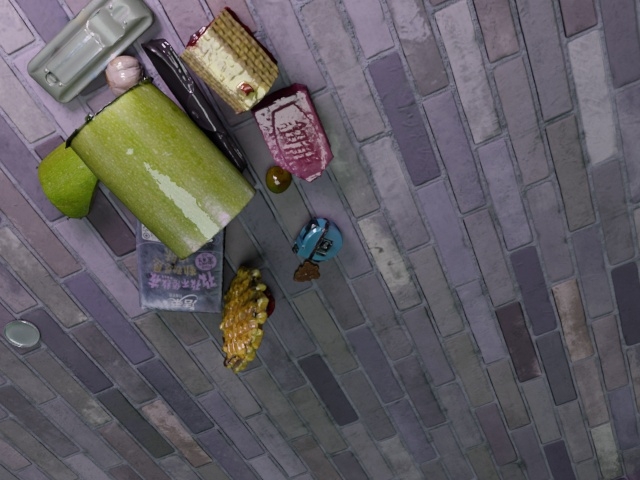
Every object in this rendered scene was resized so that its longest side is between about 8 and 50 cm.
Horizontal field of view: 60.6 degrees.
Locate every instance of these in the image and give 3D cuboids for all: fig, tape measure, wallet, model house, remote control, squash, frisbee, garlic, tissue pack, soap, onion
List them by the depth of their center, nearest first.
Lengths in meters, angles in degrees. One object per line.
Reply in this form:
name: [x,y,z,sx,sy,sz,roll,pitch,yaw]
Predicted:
model house: [-0.209,-0.416,1.276,0.160,0.254,0.196,-41,115,11]
squash: [-0.371,-0.173,1.312,0.263,0.263,0.384,-38,105,16]
remote control: [-0.555,-0.473,1.318,0.335,0.065,0.128,-36,115,15]
wallet: [-0.305,-0.326,1.359,0.051,0.197,0.377,-39,120,-10]
garlic: [-0.483,-0.402,1.361,0.094,0.074,0.113,-10,149,-19]
squash: [-0.596,-0.186,1.461,0.288,0.111,0.203,-28,121,9]
soap: [-0.064,-0.278,1.464,0.162,0.099,0.250,-26,120,2]
fig: [-0.120,-0.165,1.540,0.074,0.074,0.088,9,141,-10]
tissue pack: [-0.409,0.048,1.613,0.259,0.122,0.361,4,122,-6]
tape measure: [0.000,0.000,1.641,0.125,0.081,0.146,18,118,-27]
onion: [-0.191,0.198,1.737,0.107,0.097,0.107,7,103,33]
frisbee: [-0.962,0.300,1.767,0.110,0.014,0.110,-2,120,-4]

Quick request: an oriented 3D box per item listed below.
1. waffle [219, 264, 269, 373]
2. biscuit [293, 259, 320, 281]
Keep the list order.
waffle: [-0.232,0.231,1.634,0.062,0.329,0.329,9,120,-27]
biscuit: [-0.046,0.104,1.734,0.092,0.016,0.082,-31,123,14]
